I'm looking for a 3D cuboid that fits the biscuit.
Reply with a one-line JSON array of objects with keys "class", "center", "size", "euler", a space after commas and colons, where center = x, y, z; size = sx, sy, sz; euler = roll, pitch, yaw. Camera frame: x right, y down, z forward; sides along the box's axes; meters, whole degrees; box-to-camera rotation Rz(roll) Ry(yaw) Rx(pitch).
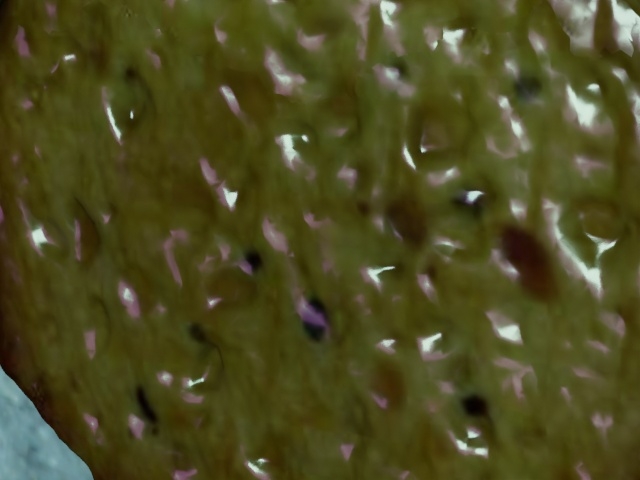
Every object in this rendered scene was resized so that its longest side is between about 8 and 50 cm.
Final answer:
[{"class": "biscuit", "center": [0.000, 0.000, 0.706], "size": [0.359, 0.046, 0.359], "euler": [9, 108, 30]}]
